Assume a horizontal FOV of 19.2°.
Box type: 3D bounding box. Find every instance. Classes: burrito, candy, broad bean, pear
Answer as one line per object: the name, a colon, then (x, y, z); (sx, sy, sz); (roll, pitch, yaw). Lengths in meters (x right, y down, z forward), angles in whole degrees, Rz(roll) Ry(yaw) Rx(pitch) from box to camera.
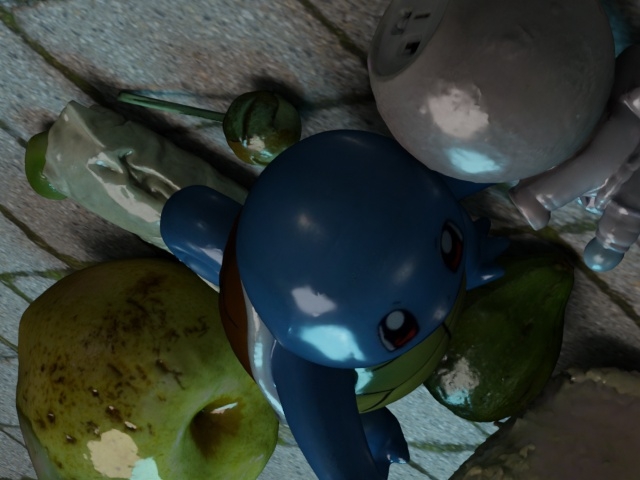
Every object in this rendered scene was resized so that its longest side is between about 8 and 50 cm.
burrito: (-0.064, 0.012, 1.583); (0.392, 0.076, 0.117); (32, 144, -15)
candy: (-0.093, -0.097, 1.449); (0.202, 0.061, 0.061); (16, 155, 44)
broad bean: (-0.229, -0.069, 1.649); (0.063, 0.045, 0.083); (28, 149, -4)
pear: (-0.169, 0.139, 1.796); (0.271, 0.271, 0.271); (23, 156, 11)

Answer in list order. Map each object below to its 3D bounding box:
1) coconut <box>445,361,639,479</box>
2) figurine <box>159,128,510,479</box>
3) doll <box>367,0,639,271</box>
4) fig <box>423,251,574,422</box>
coconut: (0.242, 0.333, 1.561); (0.405, 0.404, 0.404); (23, 156, 11)
figurine: (0.028, 0.024, 1.312); (0.243, 0.298, 0.416); (38, 170, -11)
doll: (0.168, -0.066, 1.128); (0.287, 0.151, 0.151); (29, 158, -22)
fig: (0.141, 0.061, 1.455); (0.123, 0.123, 0.156); (38, 116, -23)
